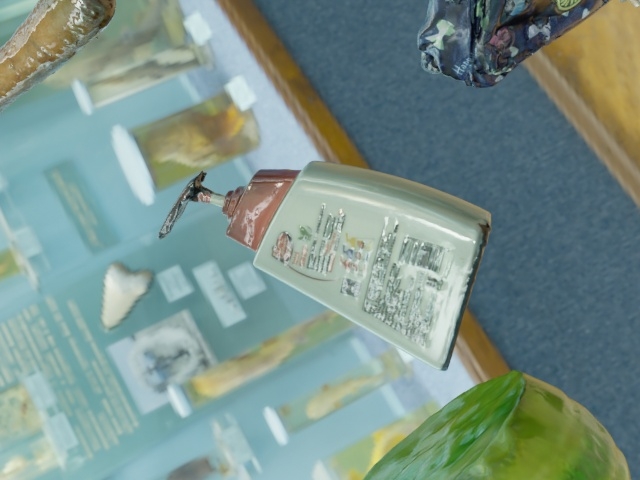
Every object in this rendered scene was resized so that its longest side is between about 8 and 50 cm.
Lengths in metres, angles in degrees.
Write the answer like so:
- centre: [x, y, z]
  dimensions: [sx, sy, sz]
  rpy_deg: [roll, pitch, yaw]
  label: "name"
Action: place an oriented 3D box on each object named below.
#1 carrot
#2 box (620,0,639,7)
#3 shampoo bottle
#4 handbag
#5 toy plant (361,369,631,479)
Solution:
- centre: [-0.217, -0.126, 0.809]
  dimensions: [0.191, 0.047, 0.047]
  rpy_deg: [-35, 79, 30]
  label: "carrot"
- centre: [0.236, -0.160, 0.619]
  dimensions: [0.062, 0.122, 0.089]
  rpy_deg: [53, 152, 10]
  label: "box"
- centre: [0.000, 0.000, 0.983]
  dimensions: [0.284, 0.071, 0.153]
  rpy_deg: [20, 113, 9]
  label: "shampoo bottle"
- centre: [0.178, -0.242, 0.944]
  dimensions: [0.113, 0.260, 0.162]
  rpy_deg: [28, 139, 34]
  label: "handbag"
- centre: [0.156, 0.240, 0.627]
  dimensions: [0.316, 0.184, 0.224]
  rpy_deg: [49, -168, 0]
  label: "toy plant"
